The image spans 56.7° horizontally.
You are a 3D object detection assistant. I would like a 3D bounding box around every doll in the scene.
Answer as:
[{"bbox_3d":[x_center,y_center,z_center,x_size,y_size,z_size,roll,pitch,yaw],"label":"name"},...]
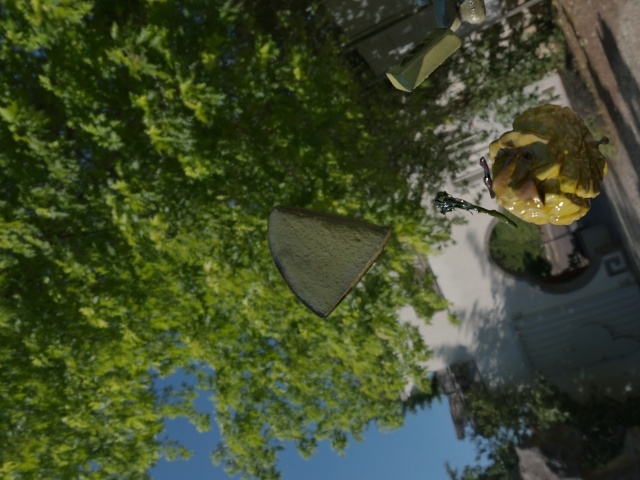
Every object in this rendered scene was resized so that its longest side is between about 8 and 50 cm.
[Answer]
[{"bbox_3d":[0.320,-0.657,1.459,0.278,0.175,0.149,64,177,-21],"label":"doll"}]

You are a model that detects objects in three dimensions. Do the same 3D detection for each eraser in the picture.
[{"bbox_3d":[0.254,-0.449,1.467,0.058,0.172,0.117,47,-176,-21],"label":"eraser"}]

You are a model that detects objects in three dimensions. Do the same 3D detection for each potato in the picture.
[{"bbox_3d":[0.000,0.000,1.388,0.255,0.269,0.112,39,-164,11],"label":"potato"}]

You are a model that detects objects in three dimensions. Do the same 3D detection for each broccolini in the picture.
[{"bbox_3d":[0.477,-0.082,1.850,0.123,0.271,0.062,53,-122,-87],"label":"broccolini"}]

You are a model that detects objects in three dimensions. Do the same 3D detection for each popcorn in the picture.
[{"bbox_3d":[0.616,-0.201,1.696,0.349,0.381,0.349,9,-106,-33],"label":"popcorn"}]
